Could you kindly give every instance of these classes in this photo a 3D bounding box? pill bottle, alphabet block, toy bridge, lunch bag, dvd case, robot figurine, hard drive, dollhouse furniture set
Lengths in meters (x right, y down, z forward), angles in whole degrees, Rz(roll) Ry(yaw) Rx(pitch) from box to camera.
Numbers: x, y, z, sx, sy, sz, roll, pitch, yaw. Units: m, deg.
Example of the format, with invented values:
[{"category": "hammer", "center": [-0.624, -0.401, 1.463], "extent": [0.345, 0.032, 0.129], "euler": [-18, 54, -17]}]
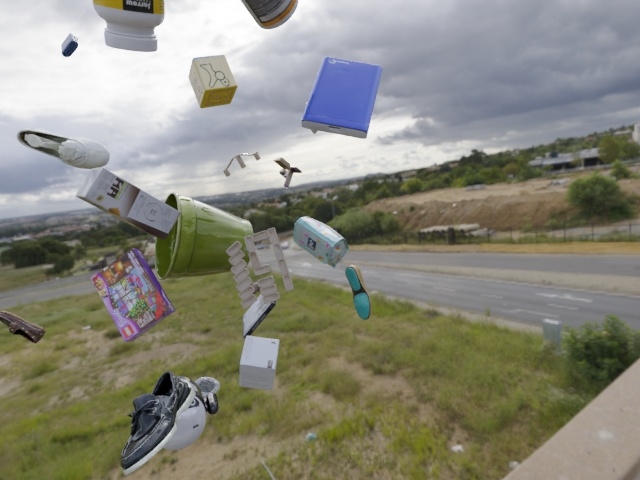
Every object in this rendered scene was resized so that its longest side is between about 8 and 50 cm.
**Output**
[{"category": "pill bottle", "center": [-0.522, -0.704, 1.154], "extent": [0.187, 0.334, 0.188], "euler": [7, 29, -4]}, {"category": "alphabet block", "center": [-0.592, -0.869, 2.323], "extent": [0.192, 0.197, 0.193], "euler": [-19, -6, -26]}, {"category": "toy bridge", "center": [-0.352, -0.349, 1.873], "extent": [0.188, 0.063, 0.026], "euler": [-24, 17, 19]}, {"category": "lunch bag", "center": [0.000, 0.000, 1.984], "extent": [0.223, 0.160, 0.262], "euler": [36, -3, 18]}, {"category": "dvd case", "center": [-0.301, 0.342, 2.074], "extent": [0.029, 0.239, 0.179], "euler": [33, 16, -22]}, {"category": "robot figurine", "center": [-0.448, 0.526, 1.322], "extent": [0.209, 0.174, 0.278], "euler": [-45, 15, -14]}, {"category": "hard drive", "center": [0.077, -0.477, 1.397], "extent": [0.210, 0.319, 0.040], "euler": [12, -31, 5]}, {"category": "pill bottle", "center": [-0.195, -0.787, 1.254], "extent": [0.162, 0.162, 0.278], "euler": [-3, -23, 27]}, {"category": "dollhouse furniture set", "center": [-0.141, -0.230, 1.467], "extent": [0.090, 0.081, 0.114], "euler": [9, -15, 38]}]

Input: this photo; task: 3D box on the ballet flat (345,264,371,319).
[{"category": "ballet flat", "center": [0.170, 0.210, 1.758], "extent": [0.080, 0.233, 0.073], "euler": [-17, -2, 32]}]

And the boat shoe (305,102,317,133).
[{"category": "boat shoe", "center": [-0.016, -0.500, 1.712], "extent": [0.070, 0.078, 0.219], "euler": [-34, -6, -8]}]

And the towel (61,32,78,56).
[{"category": "towel", "center": [-0.833, -0.647, 1.410], "extent": [0.029, 0.067, 0.119], "euler": [37, 10, -45]}]

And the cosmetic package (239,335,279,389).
[{"category": "cosmetic package", "center": [-0.269, 0.538, 1.863], "extent": [0.151, 0.184, 0.151], "euler": [8, 41, -3]}]

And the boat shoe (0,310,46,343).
[{"category": "boat shoe", "center": [-1.338, 0.385, 1.883], "extent": [0.073, 0.206, 0.073], "euler": [-49, 16, 47]}]

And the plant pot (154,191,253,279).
[{"category": "plant pot", "center": [-0.492, 0.001, 1.842], "extent": [0.352, 0.367, 0.366], "euler": [8, -1, -32]}]

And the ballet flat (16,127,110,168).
[{"category": "ballet flat", "center": [-1.129, -0.400, 1.847], "extent": [0.399, 0.139, 0.139], "euler": [17, 11, 5]}]

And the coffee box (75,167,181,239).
[{"category": "coffee box", "center": [-0.559, -0.105, 1.241], "extent": [0.246, 0.098, 0.141], "euler": [35, -15, -37]}]

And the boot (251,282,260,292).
[{"category": "boot", "center": [-0.305, 0.236, 2.032], "extent": [0.087, 0.119, 0.042], "euler": [-38, 62, -18]}]

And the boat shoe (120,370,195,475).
[{"category": "boat shoe", "center": [-0.406, 0.418, 1.033], "extent": [0.127, 0.113, 0.340], "euler": [-31, 6, 9]}]

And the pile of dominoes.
[{"category": "pile of dominoes", "center": [-0.218, 0.101, 1.520], "extent": [0.195, 0.252, 0.040], "euler": [-17, -5, -5]}]

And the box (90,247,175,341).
[{"category": "box", "center": [-0.712, 0.205, 1.612], "extent": [0.200, 0.293, 0.057], "euler": [-36, -13, -1]}]

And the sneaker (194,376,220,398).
[{"category": "sneaker", "center": [-0.559, 0.679, 1.869], "extent": [0.232, 0.091, 0.115], "euler": [-11, -30, -38]}]
